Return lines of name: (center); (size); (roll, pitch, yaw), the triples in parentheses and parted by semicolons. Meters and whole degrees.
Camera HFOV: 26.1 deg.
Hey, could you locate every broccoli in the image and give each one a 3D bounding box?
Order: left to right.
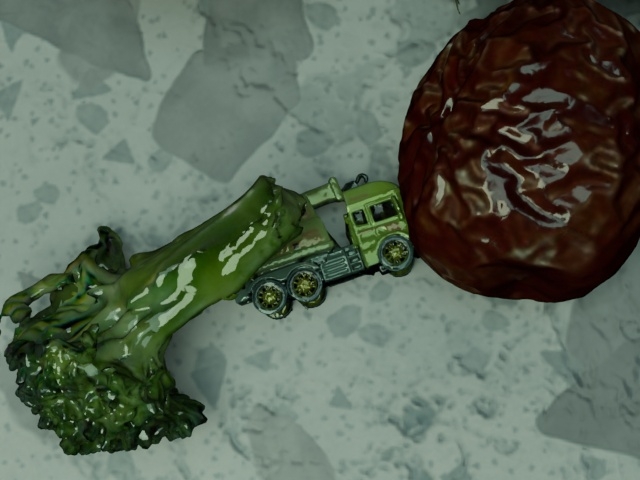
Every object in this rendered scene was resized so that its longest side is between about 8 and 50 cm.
broccoli: (-0.133, 0.048, 1.133); (0.177, 0.198, 0.275); (43, 86, -24)

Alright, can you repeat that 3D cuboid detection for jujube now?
jujube: (0.168, -0.073, 1.101); (0.212, 0.213, 0.232); (6, 69, 3)

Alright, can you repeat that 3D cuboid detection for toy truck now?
toy truck: (0.000, 0.000, 1.174); (0.168, 0.077, 0.100); (-20, 83, 3)

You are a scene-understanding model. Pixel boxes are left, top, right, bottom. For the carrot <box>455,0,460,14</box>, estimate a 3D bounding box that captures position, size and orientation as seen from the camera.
carrot: (0.116, -0.346, 1.217); (0.078, 0.078, 0.298); (2, 86, 3)
